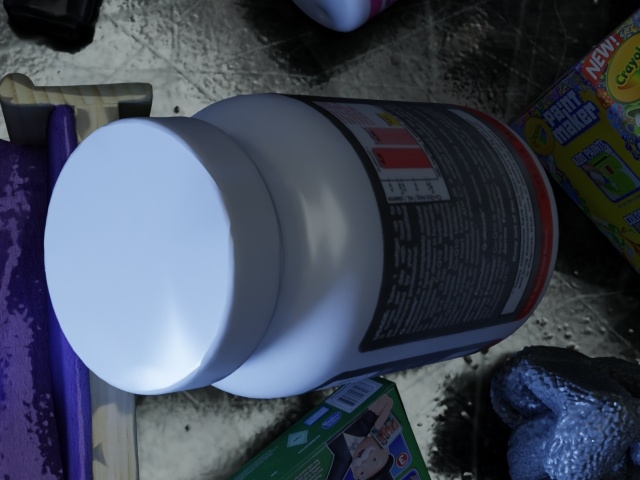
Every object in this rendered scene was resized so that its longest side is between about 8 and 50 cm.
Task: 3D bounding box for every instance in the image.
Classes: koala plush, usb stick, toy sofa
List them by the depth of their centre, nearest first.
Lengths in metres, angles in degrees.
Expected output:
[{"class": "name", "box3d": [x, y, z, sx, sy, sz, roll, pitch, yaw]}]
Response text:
[{"class": "toy sofa", "box3d": [-0.209, 0.064, 0.949, 0.177, 0.150, 0.363, -3, 81, -11]}, {"class": "koala plush", "box3d": [0.215, 0.212, 0.997, 0.196, 0.203, 0.221, 7, 97, -27]}, {"class": "usb stick", "box3d": [-0.210, -0.312, 1.069, 0.077, 0.045, 0.278, 12, 79, -4]}]

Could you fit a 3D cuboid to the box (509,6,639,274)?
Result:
[{"class": "box", "box3d": [0.379, -0.107, 1.065, 0.290, 0.177, 0.279, -41, 88, -14]}]

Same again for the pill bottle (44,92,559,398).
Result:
[{"class": "pill bottle", "box3d": [0.000, 0.000, 0.879, 0.363, 0.210, 0.210, -4, 78, -51]}]

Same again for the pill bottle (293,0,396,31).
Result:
[{"class": "pill bottle", "box3d": [0.087, -0.321, 1.060, 0.283, 0.160, 0.160, -37, 88, -13]}]

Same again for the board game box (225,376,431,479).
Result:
[{"class": "board game box", "box3d": [-0.034, 0.275, 0.906, 0.317, 0.046, 0.214, -36, 120, -28]}]
